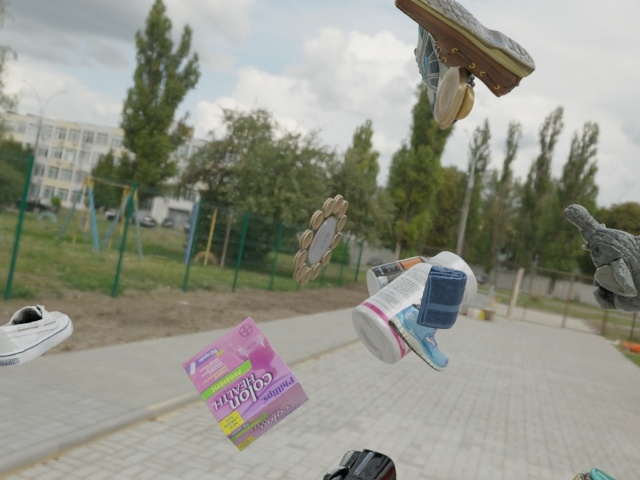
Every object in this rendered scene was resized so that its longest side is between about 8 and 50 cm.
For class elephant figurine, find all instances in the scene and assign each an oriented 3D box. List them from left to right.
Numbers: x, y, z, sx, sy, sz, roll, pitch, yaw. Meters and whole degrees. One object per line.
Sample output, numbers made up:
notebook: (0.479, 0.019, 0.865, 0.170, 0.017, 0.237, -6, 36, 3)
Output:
elephant figurine: (0.606, 0.044, 1.302, 0.186, 0.169, 0.239, -7, -34, 28)

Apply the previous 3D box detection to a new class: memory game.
memory game: (0.000, 0.000, 1.211, 0.012, 0.186, 0.186, 27, 5, 19)

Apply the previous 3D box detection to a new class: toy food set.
toy food set: (0.159, -0.173, 0.773, 0.020, 0.082, 0.083, 12, -20, -11)

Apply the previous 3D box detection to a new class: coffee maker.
coffee maker: (0.078, 0.499, 1.243, 0.171, 0.120, 0.178, 30, 30, 21)

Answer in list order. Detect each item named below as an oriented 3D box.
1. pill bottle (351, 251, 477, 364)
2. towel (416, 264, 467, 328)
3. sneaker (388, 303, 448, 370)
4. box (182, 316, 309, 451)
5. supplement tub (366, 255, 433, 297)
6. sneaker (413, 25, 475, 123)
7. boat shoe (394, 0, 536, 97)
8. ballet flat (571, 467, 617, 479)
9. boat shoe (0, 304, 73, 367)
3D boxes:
pill bottle: (0.228, 0.154, 1.553, 0.283, 0.160, 0.160, -34, 19, -22)
towel: (0.203, 0.099, 1.089, 0.067, 0.119, 0.029, 9, 35, 3)
sneaker: (0.196, 0.178, 1.193, 0.162, 0.073, 0.063, 48, -5, -31)
box: (-0.190, 0.357, 1.640, 0.243, 0.214, 0.117, 47, -14, 35)
supplement tub: (0.231, 0.111, 1.776, 0.191, 0.116, 0.117, -12, 5, -13)
sneaker: (0.280, -0.407, 1.511, 0.110, 0.282, 0.122, -22, 31, -26)
boat shoe: (0.153, -0.220, 0.726, 0.178, 0.060, 0.064, 30, 38, -12)
ballet flat: (0.414, 0.375, 0.680, 0.349, 0.123, 0.123, 27, 5, 18)
boat shoe: (-0.548, 0.165, 1.250, 0.095, 0.084, 0.258, -9, 8, -5)
